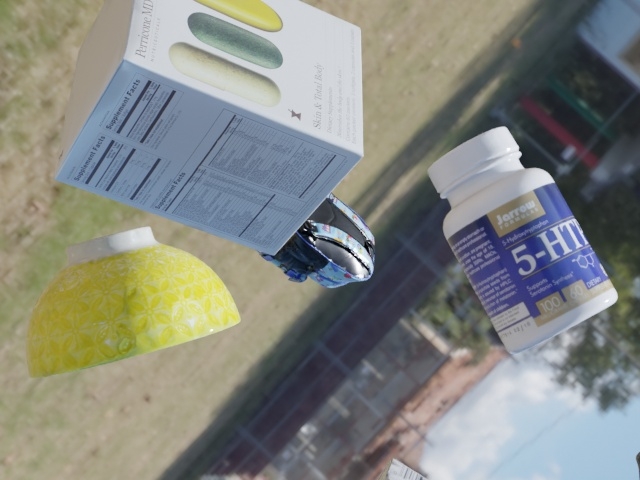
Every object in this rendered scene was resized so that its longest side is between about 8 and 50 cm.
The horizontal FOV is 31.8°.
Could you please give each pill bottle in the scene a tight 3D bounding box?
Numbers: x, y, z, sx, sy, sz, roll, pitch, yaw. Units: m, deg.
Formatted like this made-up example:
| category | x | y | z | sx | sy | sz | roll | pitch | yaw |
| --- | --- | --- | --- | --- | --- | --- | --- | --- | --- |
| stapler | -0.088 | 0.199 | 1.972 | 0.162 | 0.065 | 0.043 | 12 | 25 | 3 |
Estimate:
| category | x | y | z | sx | sy | sz | roll | pitch | yaw |
| --- | --- | --- | --- | --- | --- | --- | --- | --- | --- |
| pill bottle | 0.177 | -0.002 | 1.019 | 0.112 | 0.186 | 0.112 | -28 | 172 | -4 |

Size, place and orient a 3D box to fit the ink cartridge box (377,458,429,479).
| category | x | y | z | sx | sy | sz | roll | pitch | yaw |
| --- | --- | --- | --- | --- | --- | --- | --- | --- | --- |
| ink cartridge box | 0.136 | 0.459 | 1.315 | 0.307 | 0.304 | 0.072 | -60 | 176 | 21 |

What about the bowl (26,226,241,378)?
| category | x | y | z | sx | sy | sz | roll | pitch | yaw |
| --- | --- | --- | --- | --- | --- | --- | --- | --- | --- |
| bowl | -0.264 | 0.070 | 1.491 | 0.289 | 0.156 | 0.289 | -15 | -179 | 0 |

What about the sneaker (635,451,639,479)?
| category | x | y | z | sx | sy | sz | roll | pitch | yaw |
| --- | --- | --- | --- | --- | --- | --- | --- | --- | --- |
| sneaker | 0.388 | 0.293 | 1.269 | 0.061 | 0.065 | 0.158 | -44 | -163 | 13 |

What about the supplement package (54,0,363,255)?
| category | x | y | z | sx | sy | sz | roll | pitch | yaw |
| --- | --- | --- | --- | --- | --- | --- | --- | --- | --- |
| supplement package | -0.116 | -0.150 | 1.201 | 0.198 | 0.263 | 0.199 | -47 | -148 | 43 |

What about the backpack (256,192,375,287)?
| category | x | y | z | sx | sy | sz | roll | pitch | yaw |
| --- | --- | --- | --- | --- | --- | --- | --- | --- | --- |
| backpack | 0.000 | 0.000 | 1.753 | 0.117 | 0.173 | 0.158 | -35 | -147 | 32 |
